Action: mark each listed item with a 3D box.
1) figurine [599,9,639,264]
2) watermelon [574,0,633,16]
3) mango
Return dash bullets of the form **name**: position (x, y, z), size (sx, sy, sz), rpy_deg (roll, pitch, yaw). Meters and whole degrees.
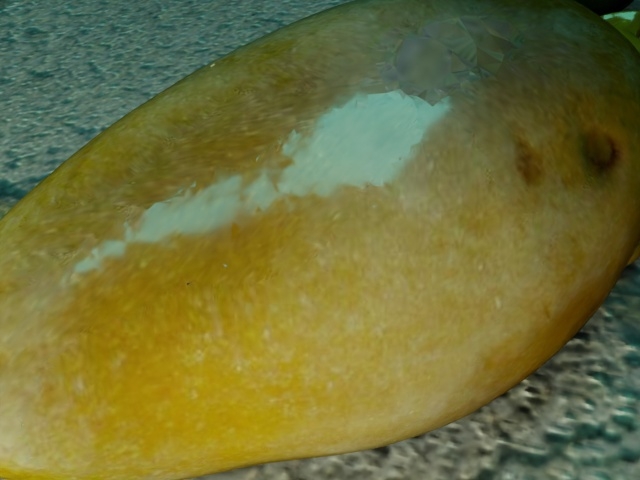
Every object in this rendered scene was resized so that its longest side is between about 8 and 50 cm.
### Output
- **figurine**: position (0.206, -0.060, 0.501), size (0.122, 0.121, 0.176), rpy_deg (1, 58, 52)
- **watermelon**: position (0.180, -0.285, 0.684), size (0.242, 0.242, 0.242), rpy_deg (-7, 39, 6)
- **mango**: position (0.000, 0.000, 0.401), size (0.383, 0.199, 0.221), rpy_deg (-28, 58, -18)
